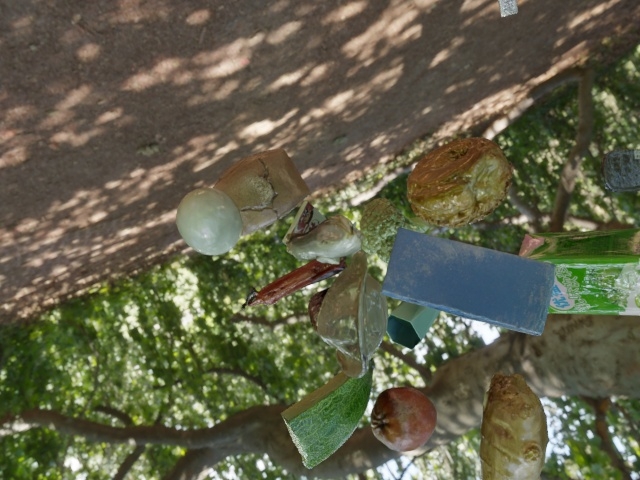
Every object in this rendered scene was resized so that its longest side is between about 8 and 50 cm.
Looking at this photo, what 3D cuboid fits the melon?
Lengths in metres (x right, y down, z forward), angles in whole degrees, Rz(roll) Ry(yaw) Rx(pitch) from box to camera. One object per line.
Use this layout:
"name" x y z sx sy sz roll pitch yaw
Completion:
"melon" 0.047 0.409 1.474 0.323 0.196 0.124 -36 -139 -29

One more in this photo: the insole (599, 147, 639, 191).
"insole" 0.628 -0.138 1.068 0.309 0.110 0.012 -5 -178 -24

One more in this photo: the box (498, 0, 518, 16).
"box" 0.660 -0.952 2.091 0.067 0.233 0.149 -12 -139 17

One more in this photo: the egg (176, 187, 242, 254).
"egg" -0.265 -0.041 1.406 0.151 0.151 0.209 -27 151 -4

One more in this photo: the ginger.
"ginger" 0.372 0.468 1.222 0.166 0.376 0.236 16 -169 -19

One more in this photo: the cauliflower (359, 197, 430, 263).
"cauliflower" 0.283 -0.027 2.372 0.281 0.327 0.260 21 132 -28

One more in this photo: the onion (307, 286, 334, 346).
"onion" 0.068 0.272 2.019 0.216 0.206 0.207 -29 156 15

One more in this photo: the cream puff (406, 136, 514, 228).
"cream puff" 0.441 -0.165 1.818 0.327 0.231 0.343 -20 -153 29

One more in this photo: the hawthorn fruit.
"hawthorn fruit" 0.221 0.465 1.514 0.173 0.173 0.173 -27 174 -3

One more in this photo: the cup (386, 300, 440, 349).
"cup" 0.330 0.231 1.924 0.235 0.148 0.134 -42 141 -34

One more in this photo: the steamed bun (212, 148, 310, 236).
"steamed bun" -0.198 -0.160 1.939 0.301 0.251 0.199 -33 -164 -8

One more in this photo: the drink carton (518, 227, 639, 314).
"drink carton" 0.565 0.065 1.208 0.271 0.161 0.108 -4 -146 34

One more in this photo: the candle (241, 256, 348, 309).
"candle" -0.069 0.110 1.503 0.301 0.059 0.084 -26 139 3

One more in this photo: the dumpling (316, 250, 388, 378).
"dumpling" 0.070 0.175 1.287 0.175 0.243 0.227 -24 -158 8

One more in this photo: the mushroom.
"mushroom" -0.001 0.002 1.292 0.278 0.099 0.096 -15 -147 56

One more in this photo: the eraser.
"eraser" 0.287 0.078 1.135 0.311 0.144 0.042 14 166 14

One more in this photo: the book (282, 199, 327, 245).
"book" -0.050 -0.034 2.011 0.162 0.022 0.232 -61 157 -4
